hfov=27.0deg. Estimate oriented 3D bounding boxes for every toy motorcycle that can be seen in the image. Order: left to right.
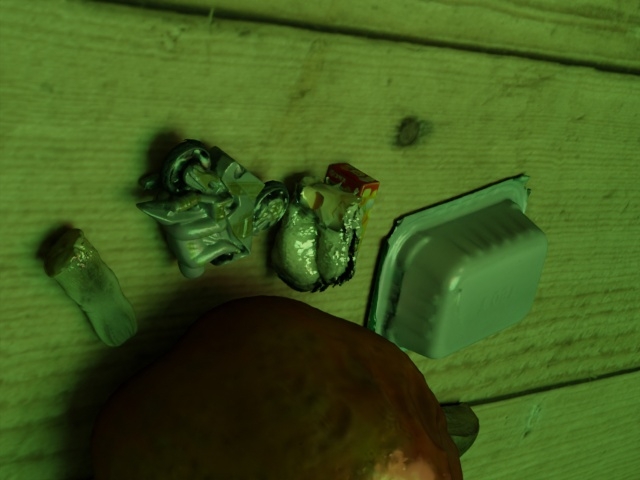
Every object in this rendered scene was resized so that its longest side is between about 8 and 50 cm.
[{"bbox_3d":[-0.130,-0.027,1.533,0.152,0.073,0.225,-57,146,6],"label":"toy motorcycle"}]

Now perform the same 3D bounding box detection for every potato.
[{"bbox_3d":[0.172,0.333,2.148,0.261,0.100,0.120,5,113,-51],"label":"potato"}]

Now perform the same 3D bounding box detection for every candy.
[{"bbox_3d":[0.029,-0.032,1.722,0.038,0.062,0.122,-10,124,-47],"label":"candy"}]

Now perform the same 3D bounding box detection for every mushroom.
[{"bbox_3d":[-0.251,0.057,1.483,0.059,0.054,0.202,-41,148,-11],"label":"mushroom"}]

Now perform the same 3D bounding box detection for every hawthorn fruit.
[{"bbox_3d":[-0.034,0.304,1.605,0.472,0.472,0.472,-30,137,-32],"label":"hawthorn fruit"}]

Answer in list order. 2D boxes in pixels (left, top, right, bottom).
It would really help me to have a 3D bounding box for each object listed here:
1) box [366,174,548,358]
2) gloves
[{"bbox_3d":[0.221,0.066,1.991,0.337,0.106,0.264,-19,131,-39],"label":"box"},{"bbox_3d":[0.000,-0.002,1.676,0.070,0.114,0.153,-50,159,-64],"label":"gloves"}]
